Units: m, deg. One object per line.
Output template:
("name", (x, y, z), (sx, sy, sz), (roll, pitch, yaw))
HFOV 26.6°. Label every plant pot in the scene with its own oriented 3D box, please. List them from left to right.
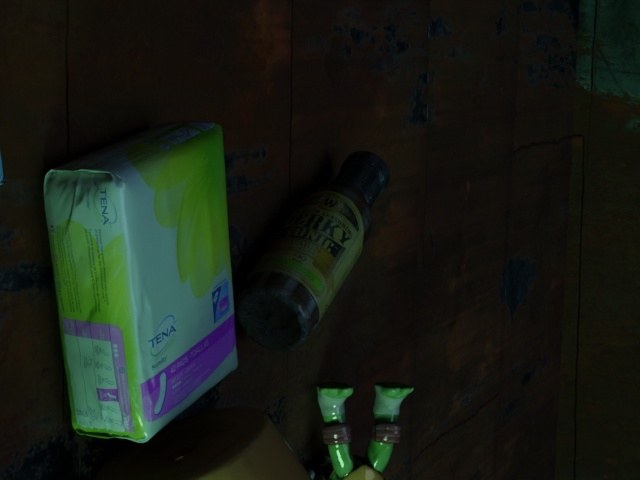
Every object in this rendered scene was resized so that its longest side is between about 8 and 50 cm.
("plant pot", (-0.117, 0.312, 1.453), (0.291, 0.290, 0.204), (-40, 113, -57))

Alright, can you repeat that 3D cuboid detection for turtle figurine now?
("turtle figurine", (0.064, 0.340, 1.908), (0.274, 0.197, 0.266), (-2, 93, -69))

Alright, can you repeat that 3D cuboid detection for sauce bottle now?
("sauce bottle", (0.000, 0.000, 1.805), (0.344, 0.111, 0.111), (-59, 145, -46))

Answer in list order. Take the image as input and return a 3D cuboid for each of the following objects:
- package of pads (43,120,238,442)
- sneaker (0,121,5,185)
("package of pads", (-0.183, 0.040, 1.425), (0.229, 0.101, 0.297), (-35, 125, -60))
("sneaker", (-0.303, -0.043, 1.196), (0.073, 0.063, 0.162), (5, 91, -68))
